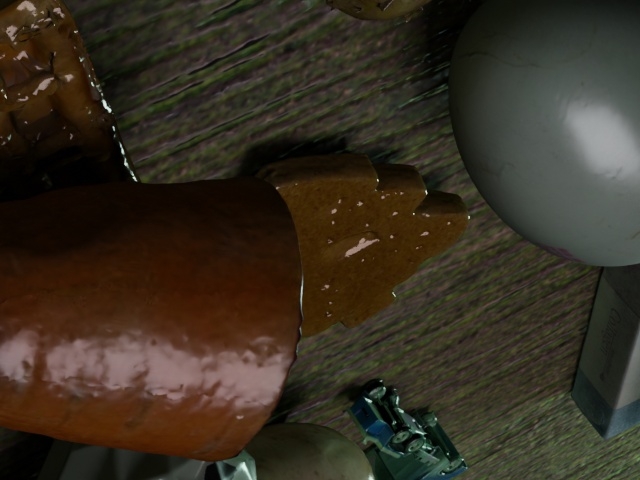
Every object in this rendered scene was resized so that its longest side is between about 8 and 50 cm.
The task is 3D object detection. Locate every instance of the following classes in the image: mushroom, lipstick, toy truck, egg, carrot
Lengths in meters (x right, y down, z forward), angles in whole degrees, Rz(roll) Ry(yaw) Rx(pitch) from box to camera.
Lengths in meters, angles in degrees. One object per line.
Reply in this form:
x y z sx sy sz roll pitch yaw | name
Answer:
-0.069 0.279 1.262 0.189 0.195 0.254 -4 134 -34 | mushroom
0.307 0.077 1.456 0.068 0.066 0.317 -23 146 -18 | lipstick
0.065 0.190 1.385 0.081 0.067 0.175 -40 148 10 | toy truck
0.184 -0.083 1.028 0.183 0.183 0.264 -42 141 11 | egg
-0.138 0.037 0.783 0.225 0.159 0.159 3 133 -30 | carrot

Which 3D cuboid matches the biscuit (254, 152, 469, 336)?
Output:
0.000 0.000 1.104 0.212 0.041 0.239 -30 148 4 | biscuit

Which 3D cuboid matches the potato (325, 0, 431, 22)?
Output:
0.050 -0.187 0.874 0.091 0.070 0.138 -3 136 -42 | potato

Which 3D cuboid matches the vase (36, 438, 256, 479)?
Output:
-0.187 0.290 1.119 0.165 0.165 0.360 28 92 -55 | vase

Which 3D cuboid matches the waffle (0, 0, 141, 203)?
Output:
-0.208 -0.019 0.842 0.213 0.091 0.308 -28 147 -11 | waffle
